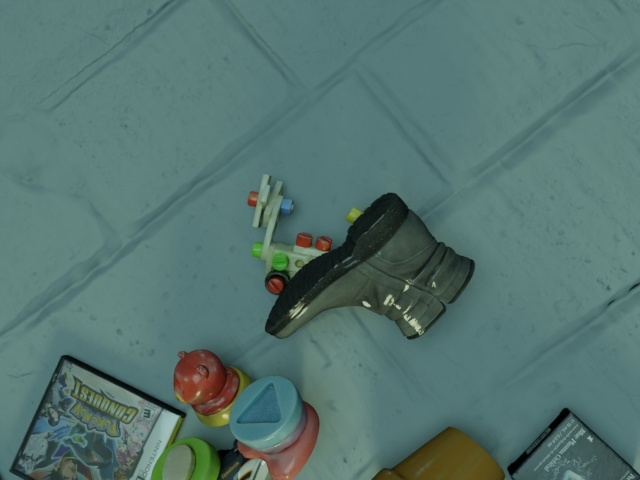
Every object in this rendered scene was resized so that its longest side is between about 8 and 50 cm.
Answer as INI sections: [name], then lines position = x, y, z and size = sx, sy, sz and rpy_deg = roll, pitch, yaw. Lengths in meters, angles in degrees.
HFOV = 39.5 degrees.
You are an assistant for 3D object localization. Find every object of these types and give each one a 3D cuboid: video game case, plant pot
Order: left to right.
[video game case]
position = -0.430, 0.390, 1.717
size = 0.275, 0.035, 0.248
rpy_deg = 24, 88, 11
[plant pot]
position = 0.210, 0.433, 1.534
size = 0.205, 0.205, 0.188
rpy_deg = 43, 76, 11

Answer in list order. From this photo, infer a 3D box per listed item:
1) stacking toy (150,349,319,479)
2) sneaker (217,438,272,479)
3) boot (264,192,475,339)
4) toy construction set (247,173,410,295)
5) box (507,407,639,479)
[stacking toy]
position = -0.179, 0.330, 1.531
size = 0.309, 0.130, 0.279
rpy_deg = 11, 58, 42
[sneaker]
position = -0.146, 0.416, 1.621
size = 0.128, 0.126, 0.321
rpy_deg = 25, 86, 13
[boot]
position = 0.085, 0.102, 1.518
size = 0.338, 0.118, 0.223
rpy_deg = -41, 109, 16
[toy construction set]
position = 0.000, 0.000, 1.630
size = 0.328, 0.151, 0.215
rpy_deg = 18, 111, 19
[box]
position = 0.436, 0.401, 1.541
size = 0.158, 0.093, 0.156
rpy_deg = 43, 92, 10
